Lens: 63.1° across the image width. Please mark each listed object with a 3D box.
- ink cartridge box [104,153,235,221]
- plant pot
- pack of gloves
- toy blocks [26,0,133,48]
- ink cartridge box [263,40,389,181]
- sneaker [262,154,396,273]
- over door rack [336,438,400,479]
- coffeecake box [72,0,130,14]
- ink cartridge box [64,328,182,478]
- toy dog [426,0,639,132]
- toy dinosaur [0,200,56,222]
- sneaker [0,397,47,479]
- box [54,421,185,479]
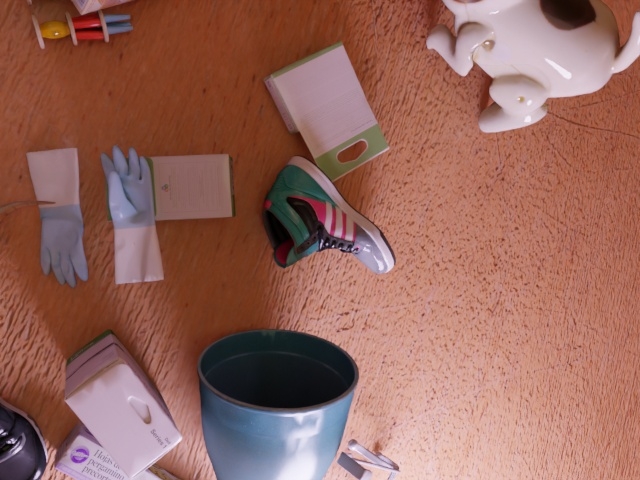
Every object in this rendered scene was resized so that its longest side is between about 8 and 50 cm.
[{"bbox_3d":[-0.256,-0.089,0.901,0.209,0.062,0.109,-3,93,-4],"label":"ink cartridge box"},{"bbox_3d":[-0.081,0.329,0.910,0.271,0.271,0.255,-1,106,-24],"label":"plant pot"},{"bbox_3d":[-0.369,-0.038,0.842,0.195,0.046,0.232,-6,95,-4],"label":"pack of gloves"},{"bbox_3d":[-0.394,-0.383,0.848,0.148,0.054,0.123,-16,98,-23],"label":"toy blocks"},{"bbox_3d":[0.016,-0.251,1.037,0.171,0.056,0.235,-32,106,-20],"label":"ink cartridge box"},{"bbox_3d":[0.000,0.000,0.997,0.295,0.124,0.178,45,69,-11],"label":"sneaker"},{"bbox_3d":[0.031,0.504,0.976,0.239,0.108,0.324,-60,153,-10],"label":"over door rack"},{"bbox_3d":[-0.293,-0.440,0.814,0.185,0.142,0.068,-40,104,-38],"label":"coffeecake box"},{"bbox_3d":[-0.313,0.244,0.814,0.092,0.219,0.160,-37,105,-19],"label":"ink cartridge box"},{"bbox_3d":[0.379,-0.445,1.022,0.408,0.395,0.284,41,84,-29],"label":"toy dog"},{"bbox_3d":[-0.531,-0.014,0.805,0.211,0.064,0.112,-53,129,-4],"label":"toy dinosaur"},{"bbox_3d":[-0.520,0.273,0.774,0.107,0.124,0.283,-34,105,-19],"label":"sneaker"},{"bbox_3d":[-0.302,0.431,0.910,0.324,0.067,0.063,40,75,-19],"label":"box"}]
